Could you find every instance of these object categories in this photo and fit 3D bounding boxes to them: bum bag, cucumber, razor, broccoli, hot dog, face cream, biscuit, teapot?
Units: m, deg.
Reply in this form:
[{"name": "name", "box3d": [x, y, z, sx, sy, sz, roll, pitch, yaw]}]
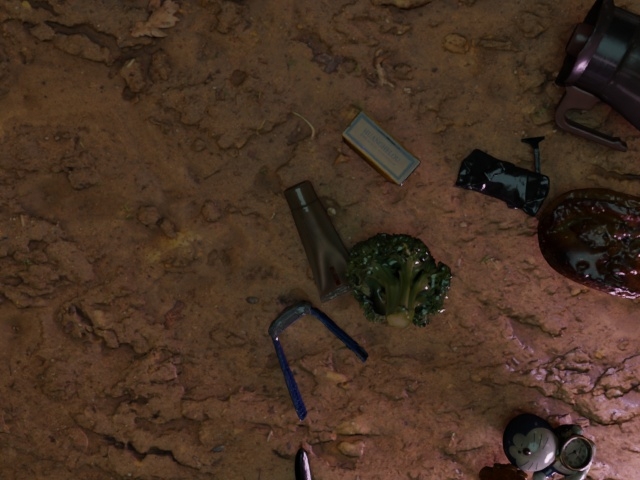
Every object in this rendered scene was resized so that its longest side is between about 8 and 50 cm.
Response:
[{"name": "bum bag", "box3d": [0.506, -0.161, 1.770, 0.248, 0.060, 0.123, 20, 103, 2]}, {"name": "cucumber", "box3d": [-0.049, 0.746, 1.900, 0.056, 0.056, 0.285, 0, 99, 2]}, {"name": "razor", "box3d": [0.600, -0.192, 1.778, 0.066, 0.033, 0.190, -6, 97, 4]}, {"name": "broccoli", "box3d": [0.209, 0.118, 1.741, 0.287, 0.235, 0.260, 6, 72, 6]}, {"name": "hot dog", "box3d": [0.783, 0.004, 1.720, 0.387, 0.174, 0.267, 19, 99, -1]}, {"name": "face cream", "box3d": [0.000, 0.000, 1.807, 0.137, 0.084, 0.342, -24, 102, -5]}, {"name": "biscuit", "box3d": [0.527, 0.680, 1.827, 0.124, 0.175, 0.026, 33, 52, 4]}, {"name": "teapot", "box3d": [0.796, -0.420, 1.643, 0.361, 0.306, 0.376, 27, 126, 8]}]

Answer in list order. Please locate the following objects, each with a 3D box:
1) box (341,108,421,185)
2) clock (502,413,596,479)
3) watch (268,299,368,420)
[{"name": "box", "box3d": [0.149, -0.234, 1.656, 0.193, 0.301, 0.084, 42, 96, -2]}, {"name": "clock", "box3d": [0.634, 0.590, 1.807, 0.243, 0.146, 0.200, 21, 92, -4]}, {"name": "watch", "box3d": [-0.050, 0.336, 1.854, 0.274, 0.068, 0.276, 45, 96, -7]}]
